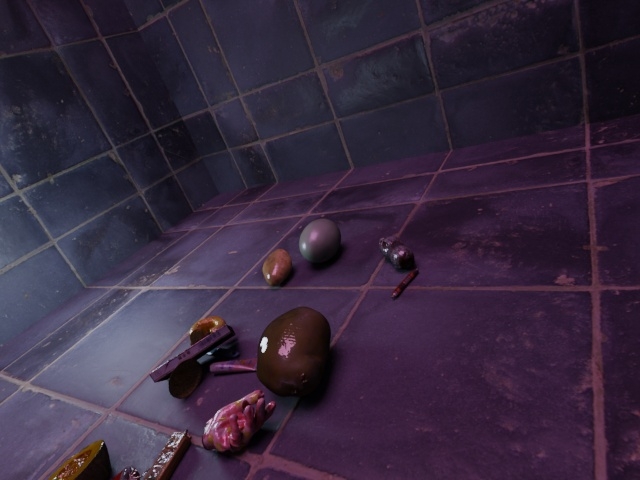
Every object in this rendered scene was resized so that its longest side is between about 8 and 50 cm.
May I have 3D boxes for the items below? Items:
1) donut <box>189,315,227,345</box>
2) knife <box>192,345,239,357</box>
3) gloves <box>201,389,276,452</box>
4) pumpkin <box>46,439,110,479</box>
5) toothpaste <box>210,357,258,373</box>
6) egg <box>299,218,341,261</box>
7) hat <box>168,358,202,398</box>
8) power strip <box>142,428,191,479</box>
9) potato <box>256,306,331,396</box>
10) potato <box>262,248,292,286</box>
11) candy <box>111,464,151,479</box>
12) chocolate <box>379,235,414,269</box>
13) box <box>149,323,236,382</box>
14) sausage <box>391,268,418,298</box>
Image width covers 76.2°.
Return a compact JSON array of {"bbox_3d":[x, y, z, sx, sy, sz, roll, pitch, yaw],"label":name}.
[{"bbox_3d":[-0.494,0.394,1.811,0.181,0.078,0.146,-9,24,19],"label":"donut"},{"bbox_3d":[-0.445,0.462,1.706,0.313,0.019,0.044,-3,31,41],"label":"knife"},{"bbox_3d":[-0.233,0.545,1.223,0.241,0.126,0.145,-19,-1,13],"label":"gloves"},{"bbox_3d":[-0.752,0.743,1.283,0.217,0.110,0.217,-30,19,11],"label":"pumpkin"},{"bbox_3d":[-0.322,0.476,1.543,0.194,0.043,0.067,-10,23,13],"label":"toothpaste"},{"bbox_3d":[0.000,0.000,2.062,0.203,0.203,0.283,-10,21,25],"label":"egg"},{"bbox_3d":[-0.518,0.502,1.511,0.067,0.146,0.146,7,36,35],"label":"hat"},{"bbox_3d":[-0.479,0.692,1.212,0.064,0.044,0.305,-11,26,26],"label":"power strip"},{"bbox_3d":[-0.089,0.364,1.350,0.243,0.221,0.326,-9,31,22],"label":"potato"},{"bbox_3d":[-0.212,0.138,2.068,0.161,0.128,0.235,-38,28,3],"label":"potato"},{"bbox_3d":[-0.597,0.730,1.166,0.292,0.059,0.086,-40,16,2],"label":"candy"},{"bbox_3d":[0.335,0.051,1.796,0.110,0.110,0.248,-23,27,-2],"label":"chocolate"},{"bbox_3d":[-0.493,0.442,1.610,0.325,0.047,0.180,-32,-10,-13],"label":"box"},{"bbox_3d":[0.339,0.171,1.633,0.028,0.025,0.198,32,52,23],"label":"sausage"}]
